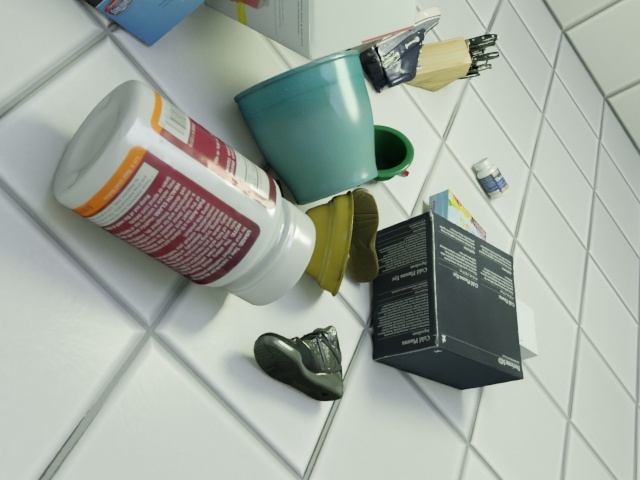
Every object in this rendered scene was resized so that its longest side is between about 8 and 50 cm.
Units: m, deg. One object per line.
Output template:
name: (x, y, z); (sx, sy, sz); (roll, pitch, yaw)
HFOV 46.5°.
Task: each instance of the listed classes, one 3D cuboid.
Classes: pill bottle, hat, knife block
pill bottle: (0.521, -0.191, 2.277); (0.120, 0.067, 0.067); (56, 38, -11)
hat: (0.141, -0.166, 1.853); (0.208, 0.184, 0.173); (1, 54, -5)
knife block: (0.380, -0.532, 2.159); (0.275, 0.242, 0.088); (1, 68, -49)
pill bottle: (-0.208, -0.061, 1.220); (0.392, 0.224, 0.224); (36, 46, -33)

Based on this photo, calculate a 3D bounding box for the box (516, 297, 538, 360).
box: (0.441, 0.236, 1.860); (0.091, 0.170, 0.130); (31, 49, -35)

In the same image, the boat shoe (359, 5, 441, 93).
boat shoe: (0.236, -0.526, 2.064); (0.340, 0.127, 0.158); (-34, 103, -32)

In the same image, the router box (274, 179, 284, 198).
router box: (-0.122, -0.074, 1.479); (0.122, 0.038, 0.092); (-1, 70, -49)

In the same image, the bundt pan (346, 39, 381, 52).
bundt pan: (0.080, -0.621, 1.819); (0.331, 0.124, 0.331); (-18, 90, -87)

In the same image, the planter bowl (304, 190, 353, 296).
planter bowl: (0.000, 0.000, 1.502); (0.090, 0.217, 0.217); (8, 57, -6)

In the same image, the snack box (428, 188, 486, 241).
snack box: (0.362, -0.004, 1.971); (0.207, 0.070, 0.175); (42, 42, -33)

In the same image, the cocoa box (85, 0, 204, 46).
cocoa box: (-0.273, -0.563, 1.321); (0.228, 0.347, 0.232); (31, 49, -36)

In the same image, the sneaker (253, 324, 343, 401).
sneaker: (-0.037, 0.202, 1.389); (0.227, 0.087, 0.130); (35, 44, -37)

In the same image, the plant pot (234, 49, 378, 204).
plant pot: (-0.005, -0.219, 1.528); (0.271, 0.271, 0.255); (-29, 100, -52)

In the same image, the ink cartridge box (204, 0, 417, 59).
ink cartridge box: (-0.031, -0.529, 1.509); (0.279, 0.384, 0.161); (-26, 135, -30)

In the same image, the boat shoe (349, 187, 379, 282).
boat shoe: (0.084, -0.017, 1.610); (0.073, 0.080, 0.224); (-110, -169, -60)

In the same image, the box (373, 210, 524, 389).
box: (0.292, 0.150, 1.714); (0.343, 0.178, 0.313); (25, 56, -39)
